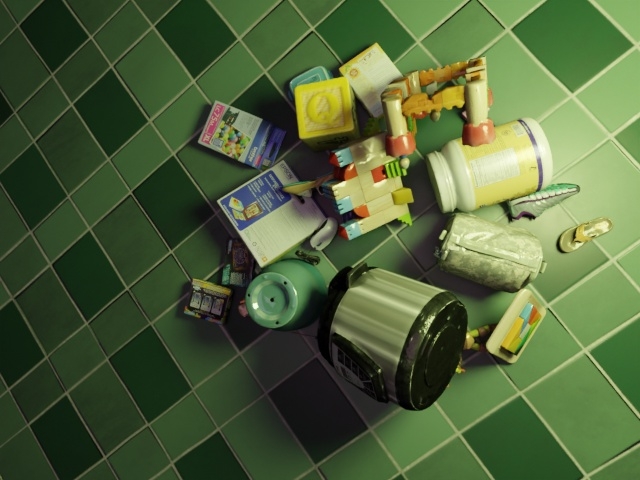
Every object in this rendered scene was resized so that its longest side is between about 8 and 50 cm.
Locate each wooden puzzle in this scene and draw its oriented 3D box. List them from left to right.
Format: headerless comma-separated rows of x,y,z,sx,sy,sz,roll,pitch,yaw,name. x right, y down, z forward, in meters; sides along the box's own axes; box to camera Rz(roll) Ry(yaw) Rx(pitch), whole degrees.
0.626,0.279,1.315,0.044,0.238,0.221,33,91,46,wooden puzzle

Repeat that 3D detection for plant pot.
-0.133,0.195,1.468,0.271,0.255,0.272,-1,87,13,plant pot

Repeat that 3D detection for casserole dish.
-0.040,-0.594,1.594,0.188,0.037,0.114,-23,83,10,casserole dish

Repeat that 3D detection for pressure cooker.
0.196,0.281,1.314,0.420,0.375,0.370,19,90,39,pressure cooker

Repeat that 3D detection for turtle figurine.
0.490,0.350,1.409,0.217,0.087,0.270,-2,79,5,turtle figurine

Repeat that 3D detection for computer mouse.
0.000,0.000,1.534,0.106,0.042,0.193,34,94,-30,computer mouse

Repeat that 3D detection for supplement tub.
0.530,-0.231,1.346,0.331,0.241,0.241,-17,84,12,supplement tub

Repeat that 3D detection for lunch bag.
0.523,0.033,1.328,0.305,0.256,0.213,18,91,13,lunch bag

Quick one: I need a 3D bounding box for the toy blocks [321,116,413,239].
0.130,-0.181,1.399,0.260,0.191,0.381,-24,111,-13,toy blocks

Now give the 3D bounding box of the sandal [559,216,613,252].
0.864,-0.024,1.360,0.180,0.049,0.072,-28,82,10,sandal

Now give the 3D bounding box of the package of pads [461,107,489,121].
0.541,-0.447,1.459,0.083,0.032,0.050,-37,78,8,package of pads

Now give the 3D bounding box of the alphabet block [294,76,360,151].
0.030,-0.439,1.488,0.193,0.197,0.192,-8,85,12,alphabet block

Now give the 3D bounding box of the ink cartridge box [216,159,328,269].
-0.178,-0.101,1.572,0.307,0.072,0.304,-33,80,-12,ink cartridge box

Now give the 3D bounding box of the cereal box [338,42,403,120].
0.202,-0.573,1.522,0.173,0.047,0.240,-34,81,0,cereal box

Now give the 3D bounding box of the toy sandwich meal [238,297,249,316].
-0.277,0.254,1.612,0.085,0.029,0.086,-1,87,13,toy sandwich meal

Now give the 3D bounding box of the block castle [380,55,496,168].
0.365,-0.391,1.275,0.303,0.453,0.213,-4,120,23,block castle

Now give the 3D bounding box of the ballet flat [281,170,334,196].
-0.023,-0.196,1.534,0.232,0.080,0.073,-17,99,-3,ballet flat

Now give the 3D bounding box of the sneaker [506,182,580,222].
0.739,-0.125,1.392,0.223,0.083,0.098,-11,108,14,sneaker

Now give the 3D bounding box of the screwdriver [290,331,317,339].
-0.031,0.360,1.563,0.169,0.025,0.024,8,90,21,screwdriver

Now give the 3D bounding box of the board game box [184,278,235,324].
-0.435,0.238,1.639,0.170,0.048,0.141,15,89,13,board game box

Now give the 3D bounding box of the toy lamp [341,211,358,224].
0.116,-0.176,1.520,0.080,0.080,0.275,4,89,13,toy lamp

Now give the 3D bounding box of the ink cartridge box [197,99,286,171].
-0.307,-0.404,1.634,0.311,0.065,0.186,25,93,11,ink cartridge box

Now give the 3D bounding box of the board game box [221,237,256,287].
-0.314,0.086,1.629,0.126,0.026,0.186,6,89,13,board game box
